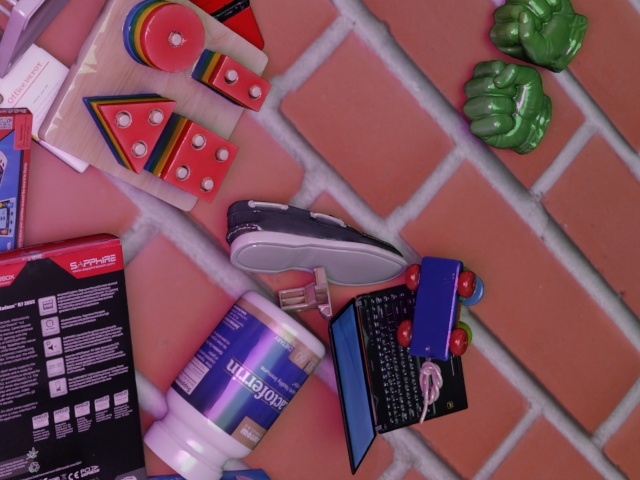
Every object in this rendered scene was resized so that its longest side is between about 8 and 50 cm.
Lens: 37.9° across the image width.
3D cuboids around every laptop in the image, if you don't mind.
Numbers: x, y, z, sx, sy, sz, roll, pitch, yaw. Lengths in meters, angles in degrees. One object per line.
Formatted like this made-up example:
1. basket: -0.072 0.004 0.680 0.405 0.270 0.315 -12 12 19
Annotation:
1. laptop: 0.127 0.199 1.444 0.264 0.136 0.234 -12 99 -19

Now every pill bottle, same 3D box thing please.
1. pill bottle: -0.126 0.217 1.345 0.153 0.153 0.265 40 81 -19

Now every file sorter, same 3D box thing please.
1. file sorter: -0.366 -0.384 1.149 0.173 0.193 0.278 38 64 -15

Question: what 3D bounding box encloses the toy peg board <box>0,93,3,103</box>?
1. toy peg board: -0.521 -0.167 1.173 0.161 0.079 0.160 41 107 -18

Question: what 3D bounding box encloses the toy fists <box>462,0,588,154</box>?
1. toy fists: 0.324 -0.281 1.497 0.142 0.096 0.279 23 88 -19

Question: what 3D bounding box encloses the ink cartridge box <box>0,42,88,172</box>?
1. ink cartridge box: -0.370 -0.186 1.268 0.181 0.061 0.104 38 81 -19

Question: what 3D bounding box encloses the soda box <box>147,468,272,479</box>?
1. soda box: -0.177 0.387 1.383 0.210 0.071 0.067 0 95 -20

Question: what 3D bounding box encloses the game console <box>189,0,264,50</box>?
1. game console: -0.173 -0.309 1.356 0.144 0.085 0.124 -35 74 -15

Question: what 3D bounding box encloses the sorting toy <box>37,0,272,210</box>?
1. sorting toy: -0.202 -0.191 1.259 0.255 0.089 0.257 28 89 -43

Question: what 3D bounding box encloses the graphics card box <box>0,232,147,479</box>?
1. graphics card box: -0.367 0.190 1.245 0.232 0.094 0.371 -13 104 -33

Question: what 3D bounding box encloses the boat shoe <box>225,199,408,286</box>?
1. boat shoe: 0.000 0.000 1.399 0.302 0.114 0.091 13 51 -35

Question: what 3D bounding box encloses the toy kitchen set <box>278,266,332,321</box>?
1. toy kitchen set: -0.023 0.091 1.387 0.075 0.083 0.068 -8 65 -2

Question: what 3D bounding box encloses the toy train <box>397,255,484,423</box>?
1. toy train: 0.192 0.155 1.445 0.143 0.105 0.248 12 85 -62

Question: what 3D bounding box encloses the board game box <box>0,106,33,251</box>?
1. board game box: -0.451 -0.034 1.190 0.145 0.027 0.281 -7 123 -34
